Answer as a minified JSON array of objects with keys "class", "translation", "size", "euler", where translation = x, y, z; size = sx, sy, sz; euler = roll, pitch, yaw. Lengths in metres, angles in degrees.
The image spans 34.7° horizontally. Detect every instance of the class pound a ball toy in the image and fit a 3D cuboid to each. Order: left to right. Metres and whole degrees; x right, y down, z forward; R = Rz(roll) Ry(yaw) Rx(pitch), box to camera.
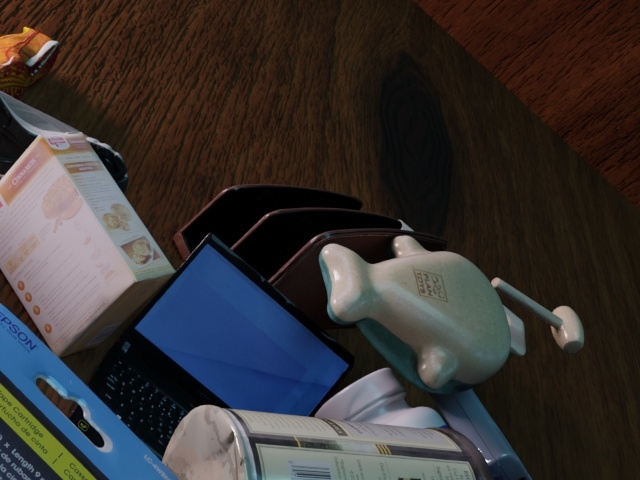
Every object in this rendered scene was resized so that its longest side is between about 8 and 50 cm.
[{"class":"pound a ball toy","translation":[0.222,0.088,1.575],"size":[0.319,0.208,0.136],"euler":[37,30,-18]}]

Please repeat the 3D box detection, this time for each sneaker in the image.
[{"class":"sneaker","translation":[-0.388,-0.219,1.275],"size":[0.067,0.064,0.175],"euler":[25,25,-2]},{"class":"sneaker","translation":[-0.353,-0.114,1.160],"size":[0.271,0.100,0.108],"euler":[28,3,-23]}]

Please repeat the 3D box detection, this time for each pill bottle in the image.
[{"class":"pill bottle","translation":[0.108,0.294,1.212],"size":[0.152,0.152,0.272],"euler":[-6,59,-57]}]

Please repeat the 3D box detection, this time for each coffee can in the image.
[{"class":"coffee can","translation":[0.004,0.269,0.982],"size":[0.275,0.201,0.201],"euler":[12,43,-29]}]

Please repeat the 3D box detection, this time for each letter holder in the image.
[{"class":"letter holder","translation":[0.000,0.000,1.363],"size":[0.302,0.214,0.152],"euler":[3,51,-53]}]

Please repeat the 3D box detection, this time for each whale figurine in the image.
[{"class":"whale figurine","translation":[0.100,0.094,1.236],"size":[0.272,0.141,0.216],"euler":[17,46,-33]}]

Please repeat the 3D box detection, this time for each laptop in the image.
[{"class":"laptop","translation":[-0.106,0.167,1.087],"size":[0.234,0.136,0.264],"euler":[41,29,-12]}]

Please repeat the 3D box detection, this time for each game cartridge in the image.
[{"class":"game cartridge","translation":[0.237,0.299,1.353],"size":[0.297,0.062,0.198],"euler":[55,6,-39]}]

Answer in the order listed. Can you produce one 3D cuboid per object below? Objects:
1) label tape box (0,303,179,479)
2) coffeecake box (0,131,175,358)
[{"class":"label tape box","translation":[-0.285,0.226,0.789],"size":[0.249,0.115,0.347],"euler":[46,25,-4]},{"class":"coffeecake box","translation":[-0.261,0.004,1.066],"size":[0.185,0.142,0.068],"euler":[55,28,11]}]
